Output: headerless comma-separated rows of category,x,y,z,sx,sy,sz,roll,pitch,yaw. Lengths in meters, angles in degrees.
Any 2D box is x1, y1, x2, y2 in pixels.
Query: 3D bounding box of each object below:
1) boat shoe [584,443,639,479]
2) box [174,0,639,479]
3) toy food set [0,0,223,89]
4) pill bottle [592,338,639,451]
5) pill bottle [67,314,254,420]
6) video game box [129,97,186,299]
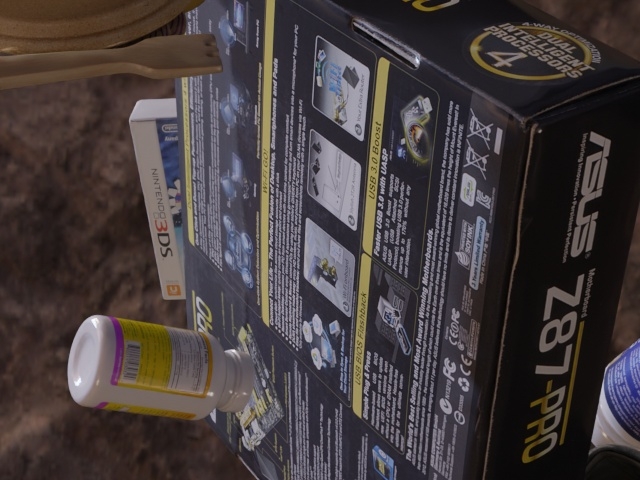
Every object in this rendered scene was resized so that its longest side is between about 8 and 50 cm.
boat shoe,0.246,0.250,0.745,0.121,0.119,0.335,-40,-135,-6
box,0.026,0.025,0.772,0.097,0.395,0.318,-22,-140,-30
toy food set,-0.112,-0.114,0.602,0.132,0.038,0.192,-7,-138,-7
pill bottle,0.355,0.154,1.347,0.112,0.187,0.112,13,-127,-19
pill bottle,-0.075,0.063,0.622,0.083,0.043,0.043,13,-138,-31
video game box,-0.053,-0.037,1.150,0.205,0.187,0.048,-3,-147,8
